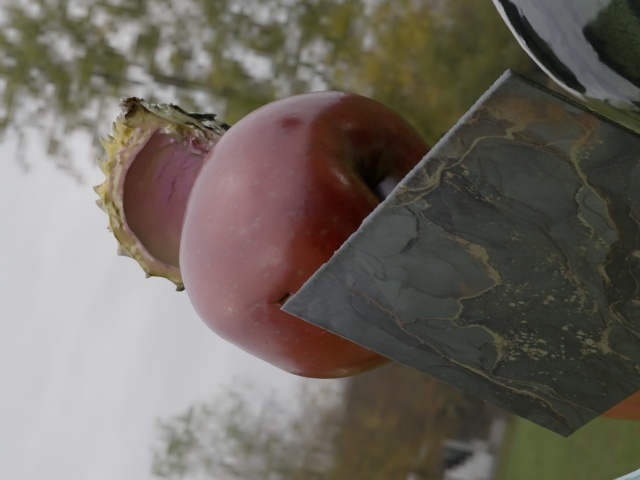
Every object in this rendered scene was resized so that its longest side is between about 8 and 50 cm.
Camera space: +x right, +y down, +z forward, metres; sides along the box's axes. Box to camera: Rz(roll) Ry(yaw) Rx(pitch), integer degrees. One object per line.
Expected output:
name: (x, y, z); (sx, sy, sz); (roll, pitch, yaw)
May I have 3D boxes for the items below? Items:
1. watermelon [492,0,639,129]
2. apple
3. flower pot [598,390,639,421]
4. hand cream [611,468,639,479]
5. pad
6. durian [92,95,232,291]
watermelon: (0.240, -0.251, 1.363); (0.279, 0.279, 0.359); (8, -119, -85)
apple: (0.000, 0.000, 1.691); (0.216, 0.260, 0.260); (-42, 17, 34)
flower pot: (0.434, 0.144, 2.399); (0.191, 0.173, 0.190); (-25, -61, -59)
hand cream: (0.239, 0.314, 2.055); (0.058, 0.331, 0.085); (63, -169, 26)
pad: (0.146, 0.027, 1.255); (0.367, 0.248, 0.007); (-46, 23, 57)
durian: (-0.094, -0.041, 1.964); (0.195, 0.305, 0.185); (-115, 48, -73)
